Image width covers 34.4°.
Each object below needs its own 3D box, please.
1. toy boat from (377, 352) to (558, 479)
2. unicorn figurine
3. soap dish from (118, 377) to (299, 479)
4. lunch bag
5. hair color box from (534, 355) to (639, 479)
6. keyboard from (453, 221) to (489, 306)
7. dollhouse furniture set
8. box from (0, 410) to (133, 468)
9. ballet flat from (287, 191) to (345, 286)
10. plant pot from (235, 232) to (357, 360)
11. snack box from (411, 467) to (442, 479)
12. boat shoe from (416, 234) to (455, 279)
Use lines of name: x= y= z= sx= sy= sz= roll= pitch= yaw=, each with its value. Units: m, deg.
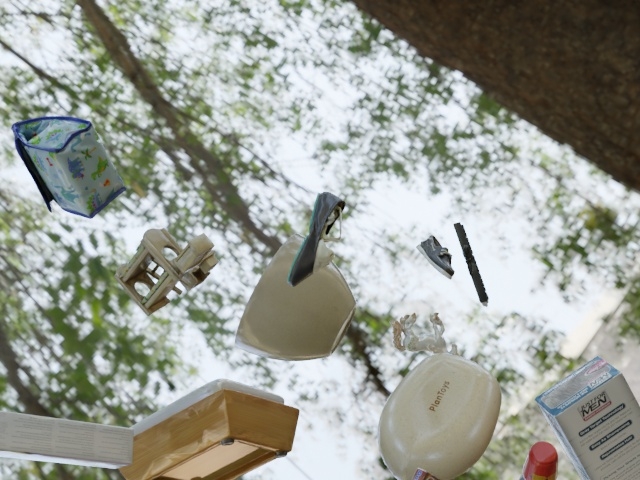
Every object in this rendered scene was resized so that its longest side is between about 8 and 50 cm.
toy boat: x=0.255 y=0.346 z=1.761 sx=0.267 sy=0.318 sz=0.148 roll=-48 pitch=-30 yaw=-34
unicorn figurine: x=0.229 y=0.207 z=2.167 sx=0.060 sy=0.162 sz=0.111 roll=55 pitch=-148 yaw=-70
soap dish: x=-0.211 y=0.377 z=1.926 sx=0.291 sy=0.118 sz=0.229 roll=-30 pitch=-33 yaw=24
lunch bag: x=-0.381 y=-0.111 z=1.516 sx=0.096 sy=0.151 sz=0.128 roll=-44 pitch=-49 yaw=-31
hair color box: x=0.623 y=0.439 z=2.229 sx=0.174 sy=0.105 sz=0.347 roll=-33 pitch=-69 yaw=-3
keyboard: x=0.320 y=0.049 z=2.184 sx=0.023 sy=0.180 sz=0.108 roll=-21 pitch=-16 yaw=10
dollhouse furniture set: x=-0.231 y=0.011 z=1.733 sx=0.182 sy=0.101 sz=0.161 roll=-47 pitch=-8 yaw=36
box: x=-0.457 y=0.321 z=1.676 sx=0.324 sy=0.063 sz=0.067 roll=16 pitch=-117 yaw=-39
ballet flat: x=0.000 y=0.000 z=1.941 sx=0.074 sy=0.074 sz=0.203 roll=59 pitch=-135 yaw=-55
plant pot: x=-0.033 y=0.152 z=2.253 sx=0.284 sy=0.191 sz=0.284 roll=-59 pitch=-11 yaw=-19
snack box: x=0.185 y=0.393 z=1.521 sx=0.178 sy=0.022 sz=0.064 roll=37 pitch=-102 yaw=-39
boat shoe: x=0.193 y=0.026 z=1.678 sx=0.038 sy=0.125 sz=0.046 roll=-45 pitch=-70 yaw=4
